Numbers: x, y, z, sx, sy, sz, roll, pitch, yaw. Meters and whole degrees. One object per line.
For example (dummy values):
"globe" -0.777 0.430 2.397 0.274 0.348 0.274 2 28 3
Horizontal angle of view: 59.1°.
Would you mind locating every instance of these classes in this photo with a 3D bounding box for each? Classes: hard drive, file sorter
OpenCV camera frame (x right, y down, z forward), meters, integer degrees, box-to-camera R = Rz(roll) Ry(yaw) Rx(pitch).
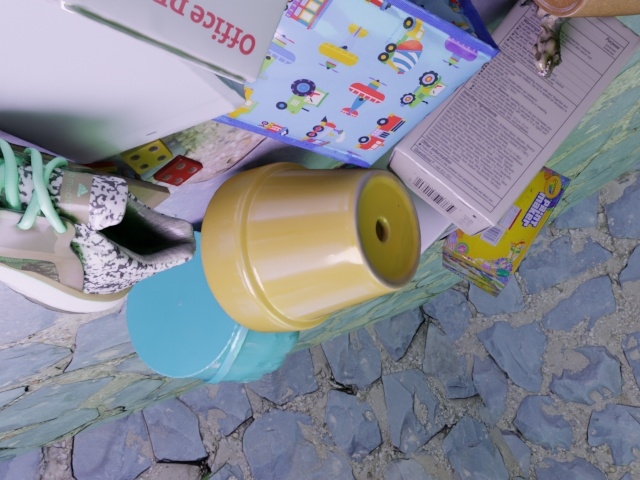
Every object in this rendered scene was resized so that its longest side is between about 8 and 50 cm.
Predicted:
"hard drive" -0.218 -0.149 0.430 0.203 0.040 0.307 -15 164 17
"file sorter" 0.216 -0.128 0.956 0.173 0.192 0.277 -28 167 -14

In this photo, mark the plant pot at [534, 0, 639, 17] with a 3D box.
"plant pot" 0.325 -0.316 0.526 0.254 0.237 0.237 -23 163 -5

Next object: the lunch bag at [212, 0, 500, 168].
"lunch bag" -0.005 -0.200 0.584 0.293 0.138 0.221 1 151 -40

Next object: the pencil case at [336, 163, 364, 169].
"pencil case" 0.065 -0.091 1.073 0.151 0.070 0.064 78 36 -71

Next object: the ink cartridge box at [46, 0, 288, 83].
"ink cartridge box" -0.073 -0.215 0.311 0.154 0.093 0.212 3 112 -59

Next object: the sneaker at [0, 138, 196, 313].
"sneaker" -0.258 -0.043 0.480 0.182 0.158 0.410 -13 162 21

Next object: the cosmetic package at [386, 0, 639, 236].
"cosmetic package" 0.247 -0.174 0.742 0.309 0.160 0.113 -49 175 -6

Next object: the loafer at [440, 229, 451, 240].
"loafer" 0.252 -0.075 1.284 0.134 0.130 0.366 -33 162 16

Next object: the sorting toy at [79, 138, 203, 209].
"sorting toy" -0.277 -0.055 0.705 0.275 0.046 0.132 -33 162 21

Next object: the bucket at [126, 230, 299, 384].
"bucket" -0.184 0.115 0.983 0.281 0.281 0.183 -33 158 19

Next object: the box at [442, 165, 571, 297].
"box" 0.461 -0.035 1.447 0.290 0.177 0.279 -57 164 -4

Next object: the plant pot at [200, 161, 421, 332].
"plant pot" 0.000 0.000 0.806 0.239 0.253 0.254 -11 177 39

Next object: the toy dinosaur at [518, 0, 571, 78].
"toy dinosaur" 0.279 -0.328 0.645 0.118 0.064 0.268 19 101 -28
